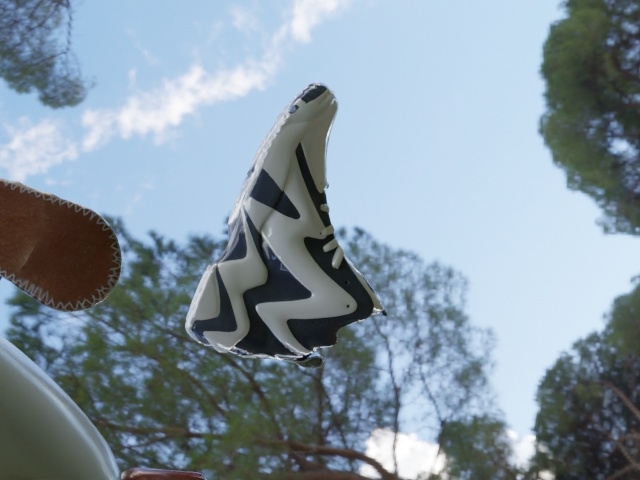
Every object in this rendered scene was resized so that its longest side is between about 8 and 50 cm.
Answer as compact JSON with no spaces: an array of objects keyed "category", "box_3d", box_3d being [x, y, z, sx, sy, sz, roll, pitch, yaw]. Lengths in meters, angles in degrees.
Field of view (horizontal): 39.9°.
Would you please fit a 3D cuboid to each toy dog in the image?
[{"category":"toy dog","box_3d":[-0.150,0.051,0.434,0.161,0.220,0.334,-16,-63,-31]}]

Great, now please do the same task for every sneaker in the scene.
[{"category":"sneaker","box_3d":[0.000,0.000,0.736,0.153,0.094,0.235,24,-96,-11]}]
